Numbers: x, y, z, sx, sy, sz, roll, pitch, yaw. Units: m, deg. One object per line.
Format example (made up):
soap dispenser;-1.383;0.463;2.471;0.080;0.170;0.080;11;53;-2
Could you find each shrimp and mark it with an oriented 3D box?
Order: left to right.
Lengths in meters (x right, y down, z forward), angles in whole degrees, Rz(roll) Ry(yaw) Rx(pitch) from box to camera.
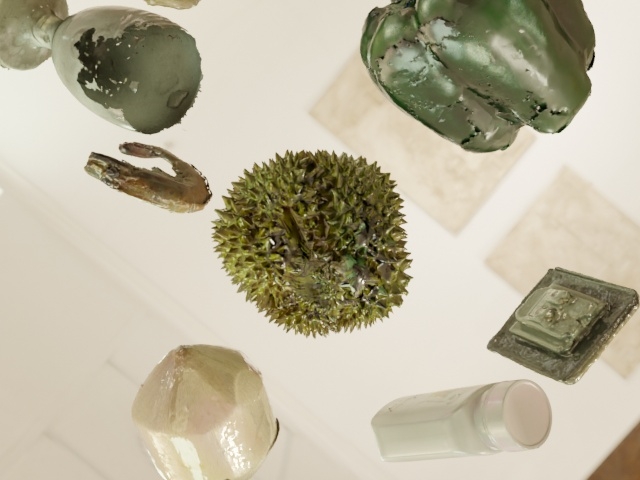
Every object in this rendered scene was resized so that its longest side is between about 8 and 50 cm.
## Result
shrimp;-0.307;-0.127;2.046;0.253;0.058;0.173;22;-144;-28

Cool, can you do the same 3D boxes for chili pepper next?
chili pepper;0.191;-0.239;1.323;0.256;0.248;0.233;37;162;-28

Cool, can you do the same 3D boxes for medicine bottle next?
medicine bottle;0.222;0.286;1.782;0.296;0.161;0.111;-17;89;54

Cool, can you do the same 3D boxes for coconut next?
coconut;-0.179;0.261;1.740;0.234;0.224;0.224;63;179;-21

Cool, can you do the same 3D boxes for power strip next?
power strip;0.383;0.124;1.839;0.064;0.198;0.213;51;162;-30

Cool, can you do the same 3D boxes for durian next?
durian;0.001;-0.001;1.561;0.291;0.291;0.224;41;-175;7

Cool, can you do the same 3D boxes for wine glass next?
wine glass;-0.356;-0.300;1.791;0.357;0.190;0.190;27;179;31

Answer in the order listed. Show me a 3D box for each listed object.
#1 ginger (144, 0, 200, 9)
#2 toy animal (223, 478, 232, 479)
ginger;-0.138;-0.456;1.517;0.155;0.304;0.244;130;116;-83
toy animal;-0.081;0.363;1.248;0.114;0.146;0.245;-7;-170;-13
